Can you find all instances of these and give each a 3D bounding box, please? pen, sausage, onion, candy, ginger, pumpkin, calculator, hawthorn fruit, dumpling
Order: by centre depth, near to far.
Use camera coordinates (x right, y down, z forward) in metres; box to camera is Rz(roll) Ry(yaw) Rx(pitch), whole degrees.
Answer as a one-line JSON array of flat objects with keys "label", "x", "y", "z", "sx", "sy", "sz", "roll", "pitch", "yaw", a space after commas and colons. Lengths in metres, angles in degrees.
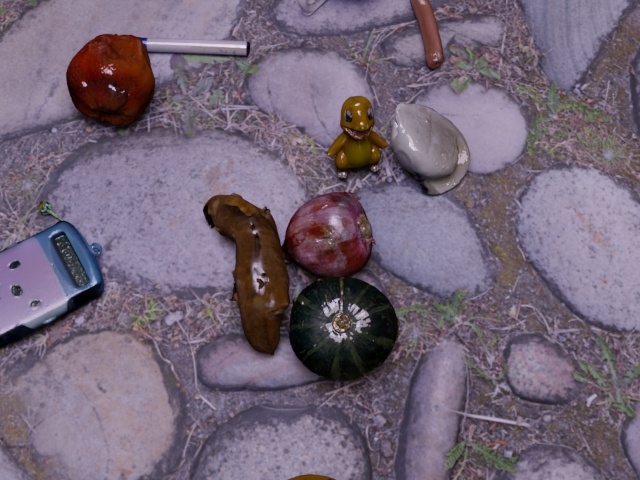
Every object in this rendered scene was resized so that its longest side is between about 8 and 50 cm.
[{"label": "pumpkin", "x": 0.039, "y": 0.152, "z": 1.567, "sx": 0.190, "sy": 0.146, "sz": 0.190, "roll": -3, "pitch": 81, "yaw": 19}, {"label": "ginger", "x": -0.123, "y": 0.041, "z": 1.621, "sx": 0.133, "sy": 0.107, "sz": 0.309, "roll": -32, "pitch": 61, "yaw": 23}, {"label": "calculator", "x": -0.528, "y": 0.082, "z": 1.631, "sx": 0.293, "sy": 0.051, "sz": 0.173, "roll": -29, "pitch": 71, "yaw": -12}, {"label": "onion", "x": 0.000, "y": 0.000, "z": 1.639, "sx": 0.195, "sy": 0.159, "sz": 0.159, "roll": -19, "pitch": 67, "yaw": 23}, {"label": "candy", "x": -0.495, "y": -0.046, "z": 1.703, "sx": 0.083, "sy": 0.025, "sz": 0.023, "roll": 33, "pitch": 99, "yaw": 2}, {"label": "dumpling", "x": 0.208, "y": -0.182, "z": 1.734, "sx": 0.150, "sy": 0.092, "sz": 0.176, "roll": -30, "pitch": 76, "yaw": -28}, {"label": "hawthorn fruit", "x": -0.397, "y": -0.316, "z": 1.737, "sx": 0.173, "sy": 0.173, "sz": 0.179, "roll": 31, "pitch": 72, "yaw": 10}, {"label": "pen", "x": -0.278, "y": -0.396, "z": 1.839, "sx": 0.269, "sy": 0.033, "sz": 0.033, "roll": 2, "pitch": 68, "yaw": 0}, {"label": "sausage", "x": 0.220, "y": -0.439, "z": 1.865, "sx": 0.043, "sy": 0.043, "sz": 0.186, "roll": -9, "pitch": 70, "yaw": -5}]

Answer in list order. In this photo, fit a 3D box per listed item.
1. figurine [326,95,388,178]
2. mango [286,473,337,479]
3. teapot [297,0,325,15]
[{"label": "figurine", "x": 0.065, "y": -0.214, "z": 1.705, "sx": 0.121, "sy": 0.176, "sz": 0.122, "roll": -8, "pitch": 57, "yaw": -7}, {"label": "mango", "x": -0.032, "y": 0.446, "z": 1.480, "sx": 0.178, "sy": 0.090, "sz": 0.115, "roll": -29, "pitch": 84, "yaw": -16}, {"label": "teapot", "x": 0.057, "y": -0.594, "z": 1.874, "sx": 0.298, "sy": 0.139, "sz": 0.204, "roll": -40, "pitch": 76, "yaw": -18}]
